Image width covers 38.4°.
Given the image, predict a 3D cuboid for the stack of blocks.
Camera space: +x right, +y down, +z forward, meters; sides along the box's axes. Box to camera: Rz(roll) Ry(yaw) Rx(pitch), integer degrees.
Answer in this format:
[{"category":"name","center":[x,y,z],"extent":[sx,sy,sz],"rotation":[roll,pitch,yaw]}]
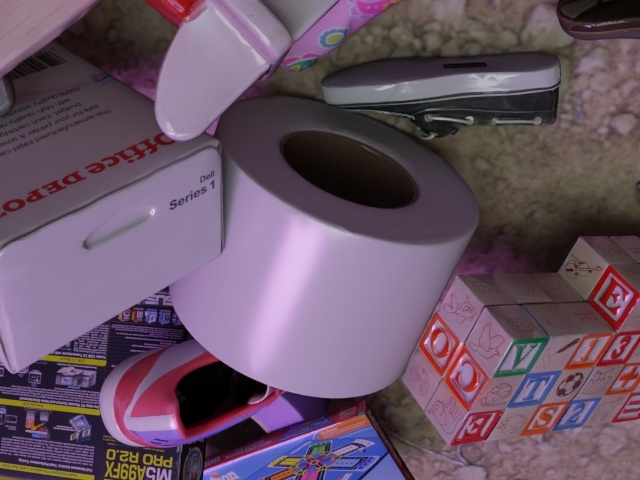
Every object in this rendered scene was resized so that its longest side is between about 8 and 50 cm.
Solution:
[{"category":"stack of blocks","center":[0.244,0.088,0.861],"extent":[0.297,0.087,0.171],"rotation":[0,127,-33]}]

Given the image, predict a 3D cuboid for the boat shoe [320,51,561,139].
[{"category":"boat shoe","center":[0.110,-0.127,0.848],"extent":[0.219,0.078,0.070],"rotation":[-1,118,6]}]

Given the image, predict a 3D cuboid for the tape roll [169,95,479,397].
[{"category":"tape roll","center":[0.000,0.000,0.837],"extent":[0.246,0.246,0.169],"rotation":[19,119,-4]}]

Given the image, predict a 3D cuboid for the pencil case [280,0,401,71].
[{"category":"pencil case","center":[0.068,-0.249,0.762],"extent":[0.284,0.124,0.124],"rotation":[-25,113,18]}]

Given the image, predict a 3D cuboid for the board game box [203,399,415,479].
[{"category":"board game box","center":[-0.044,0.280,1.021],"extent":[0.281,0.027,0.145],"rotation":[-23,116,17]}]

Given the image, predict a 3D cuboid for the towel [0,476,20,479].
[{"category":"towel","center":[-0.375,0.264,1.158],"extent":[0.237,0.021,0.102],"rotation":[-25,112,19]}]

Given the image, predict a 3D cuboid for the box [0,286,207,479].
[{"category":"box","center":[-0.246,0.145,0.961],"extent":[0.270,0.060,0.216],"rotation":[2,83,19]}]

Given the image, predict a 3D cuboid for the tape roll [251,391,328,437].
[{"category":"tape roll","center":[-0.130,0.227,1.069],"extent":[0.274,0.090,0.275],"rotation":[3,120,6]}]

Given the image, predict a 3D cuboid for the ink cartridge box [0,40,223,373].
[{"category":"ink cartridge box","center":[-0.238,-0.050,0.722],"extent":[0.278,0.201,0.117],"rotation":[32,137,32]}]

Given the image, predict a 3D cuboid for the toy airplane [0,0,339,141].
[{"category":"toy airplane","center":[-0.156,-0.257,0.650],"extent":[0.386,0.272,0.384],"rotation":[-3,108,-23]}]

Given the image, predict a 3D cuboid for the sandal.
[{"category":"sandal","center":[0.314,-0.185,0.789],"extent":[0.219,0.090,0.060],"rotation":[-3,135,7]}]

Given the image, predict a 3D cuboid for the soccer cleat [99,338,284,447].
[{"category":"soccer cleat","center":[-0.050,0.114,0.882],"extent":[0.116,0.318,0.109],"rotation":[-2,104,50]}]
